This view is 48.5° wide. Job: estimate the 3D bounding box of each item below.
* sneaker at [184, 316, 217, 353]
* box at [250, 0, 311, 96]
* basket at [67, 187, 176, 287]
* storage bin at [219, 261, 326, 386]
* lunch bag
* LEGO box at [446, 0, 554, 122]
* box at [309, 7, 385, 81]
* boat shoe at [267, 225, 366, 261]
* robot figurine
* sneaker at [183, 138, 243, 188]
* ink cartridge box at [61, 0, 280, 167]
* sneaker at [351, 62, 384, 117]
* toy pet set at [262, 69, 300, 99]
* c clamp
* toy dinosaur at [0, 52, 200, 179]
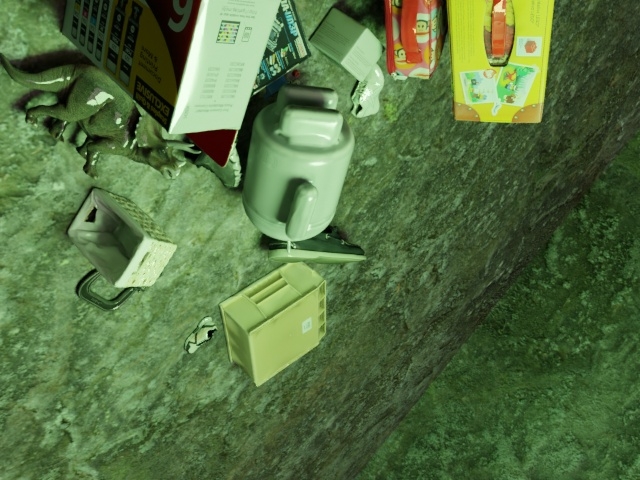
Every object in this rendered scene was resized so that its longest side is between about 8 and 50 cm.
[{"bbox_3d":[-0.298,0.243,1.769,0.109,0.044,0.040,-55,150,14],"label":"sneaker"},{"bbox_3d":[-0.123,-0.378,1.253,0.175,0.051,0.220,-38,136,-16],"label":"box"},{"bbox_3d":[-0.362,-0.002,1.307,0.113,0.167,0.103,-55,155,12],"label":"basket"},{"bbox_3d":[-0.115,0.216,1.891,0.260,0.123,0.262,-32,145,-26],"label":"storage bin"},{"bbox_3d":[0.192,-0.470,1.404,0.293,0.120,0.258,81,22,-48],"label":"lunch bag"},{"bbox_3d":[0.367,-0.540,1.409,0.500,0.193,0.372,70,28,-56],"label":"LEGO box"},{"bbox_3d":[0.055,-0.396,1.441,0.087,0.101,0.102,-54,151,9],"label":"box"},{"bbox_3d":[-0.003,0.001,1.806,0.340,0.127,0.112,4,79,-44],"label":"boat shoe"},{"bbox_3d":[-0.050,-0.141,1.437,0.200,0.299,0.353,6,133,-10],"label":"robot figurine"},{"bbox_3d":[-0.212,-0.170,1.392,0.106,0.078,0.234,-14,156,-8],"label":"sneaker"},{"bbox_3d":[-0.230,-0.286,1.008,0.130,0.309,0.271,-12,133,-44],"label":"ink cartridge box"},{"bbox_3d":[0.105,-0.340,1.612,0.061,0.054,0.152,-28,144,-25],"label":"sneaker"},{"bbox_3d":[-0.072,-0.334,1.387,0.114,0.065,0.122,-35,146,-21],"label":"toy pet set"},{"bbox_3d":[-0.421,0.089,1.472,0.137,0.022,0.161,-44,151,3],"label":"c clamp"},{"bbox_3d":[-0.359,-0.206,1.135,0.160,0.121,0.313,-42,116,4],"label":"toy dinosaur"}]
